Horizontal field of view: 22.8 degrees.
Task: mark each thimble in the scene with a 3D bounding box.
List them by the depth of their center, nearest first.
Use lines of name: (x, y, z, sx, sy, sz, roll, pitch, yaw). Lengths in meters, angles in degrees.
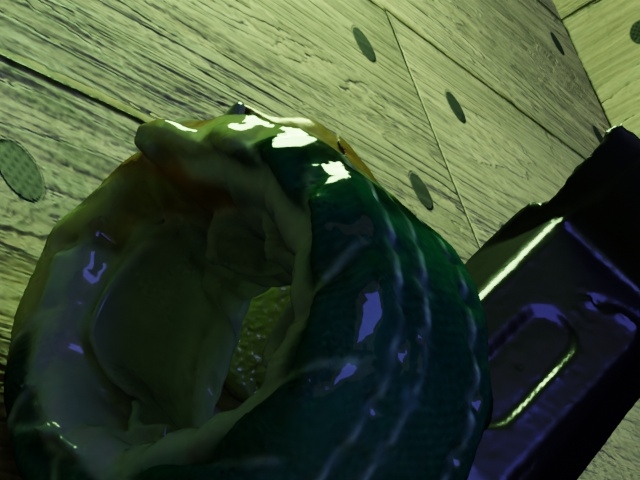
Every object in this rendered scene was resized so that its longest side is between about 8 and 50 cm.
thimble: (-0.043, 0.062, 0.906, 0.167, 0.254, 0.288, 41, 27, -43)

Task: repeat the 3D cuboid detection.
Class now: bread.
bread: (-0.037, 0.041, 1.136, 0.111, 0.129, 0.114, -108, 174, -78)

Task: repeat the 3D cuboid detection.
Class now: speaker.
speaker: (0.129, 0.097, 1.115, 0.180, 0.184, 0.388, 42, 47, 8)

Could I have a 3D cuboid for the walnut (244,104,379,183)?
walnut: (0.000, 0.000, 1.243, 0.245, 0.137, 0.137, 65, 20, -11)
